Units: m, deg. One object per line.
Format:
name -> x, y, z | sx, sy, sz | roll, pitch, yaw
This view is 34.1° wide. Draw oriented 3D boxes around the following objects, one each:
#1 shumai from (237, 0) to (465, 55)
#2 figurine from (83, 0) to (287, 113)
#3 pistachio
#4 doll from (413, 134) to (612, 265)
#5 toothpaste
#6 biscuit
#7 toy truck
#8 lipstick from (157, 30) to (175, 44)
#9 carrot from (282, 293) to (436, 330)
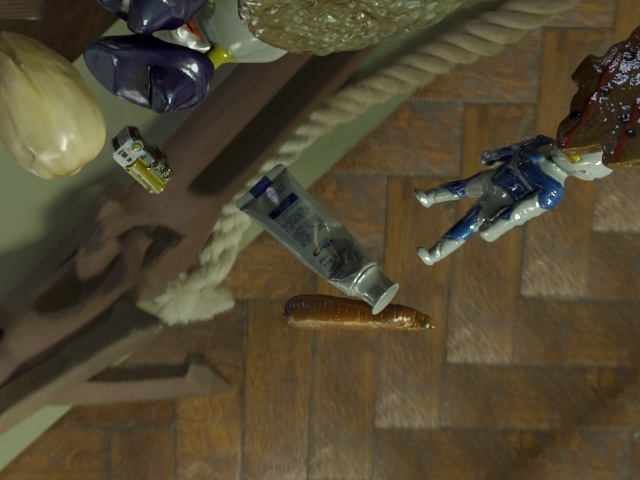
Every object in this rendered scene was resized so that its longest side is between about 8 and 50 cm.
shumai -> 0.032, -0.238, 0.814 | 0.161, 0.153, 0.209 | 25, 144, -38
figurine -> -0.063, -0.259, 1.029 | 0.193, 0.421, 0.154 | 7, 122, 19
pistachio -> -0.321, -0.163, 1.189 | 0.117, 0.145, 0.200 | -25, 70, -20
doll -> 0.190, -0.060, 1.000 | 0.227, 0.114, 0.057 | -23, 130, 29
toothpaste -> 0.000, 0.000, 1.523 | 0.266, 0.061, 0.096 | 42, 75, 16
biscuit -> 0.238, -0.096, 0.759 | 0.130, 0.019, 0.119 | 40, 101, 32
toy truck -> -0.291, -0.129, 1.703 | 0.063, 0.052, 0.123 | -35, 133, 11
lipstick -> -0.043, -0.309, 1.362 | 0.371, 0.079, 0.076 | -3, 101, 27
carrot -> 0.061, 0.118, 1.656 | 0.247, 0.059, 0.059 | 4, 104, 7
